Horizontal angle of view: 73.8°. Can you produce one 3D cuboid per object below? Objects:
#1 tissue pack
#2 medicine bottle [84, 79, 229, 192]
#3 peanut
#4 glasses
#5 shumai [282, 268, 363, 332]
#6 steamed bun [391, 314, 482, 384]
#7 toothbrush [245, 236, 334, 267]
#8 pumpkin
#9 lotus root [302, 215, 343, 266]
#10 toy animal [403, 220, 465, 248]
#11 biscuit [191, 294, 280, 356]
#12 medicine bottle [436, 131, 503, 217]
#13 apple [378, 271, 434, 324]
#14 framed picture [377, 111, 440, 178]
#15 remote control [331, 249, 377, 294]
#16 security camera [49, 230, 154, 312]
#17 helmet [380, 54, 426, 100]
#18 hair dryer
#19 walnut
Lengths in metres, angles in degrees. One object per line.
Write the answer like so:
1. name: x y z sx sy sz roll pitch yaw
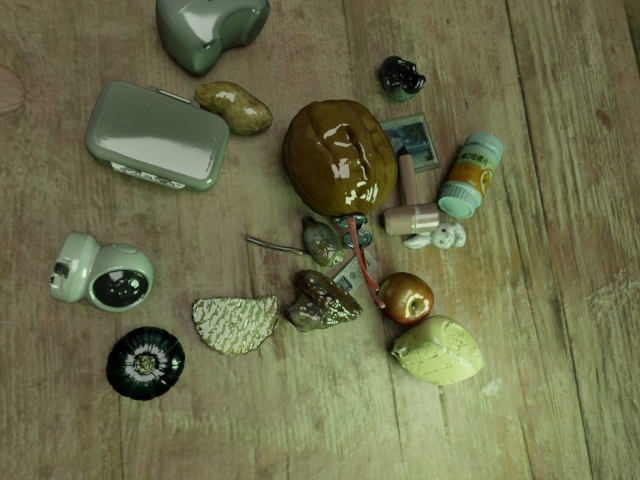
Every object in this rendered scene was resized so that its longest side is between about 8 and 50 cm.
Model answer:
1. tissue pack: -0.346 -0.706 1.325 0.333 0.229 0.236 -45 99 -21
2. medicine bottle: -0.475 -0.304 1.271 0.375 0.123 0.282 17 77 -17
3. peanut: -0.276 -0.427 1.368 0.253 0.122 0.137 32 65 -12
4. glasses: 0.120 0.067 1.348 0.118 0.234 0.268 -10 62 7
5. shumai: -0.013 0.216 1.371 0.218 0.184 0.185 31 107 -26
6. steamed bun: 0.391 0.366 1.456 0.273 0.232 0.166 32 45 -13
7. toothbrush: -0.095 0.035 1.419 0.321 0.023 0.031 18 73 -18
8. pumpkin: -0.474 0.334 1.164 0.202 0.140 0.202 5 78 -23
9. lotus root: 0.000 0.000 1.420 0.113 0.088 0.192 -23 75 -32
10. toy animal: 0.425 -0.020 1.576 0.221 0.131 0.103 -2 97 -19
11. biscuit: -0.257 0.261 1.314 0.274 0.036 0.187 3 81 -21
12. medicine bottle: 0.578 -0.249 1.649 0.158 0.158 0.318 34 72 -13
13. apple: 0.287 0.193 1.464 0.199 0.199 0.199 3 81 -21
14. framed picture: 0.301 -0.357 1.632 0.315 0.024 0.232 -18 90 -22
15. remote control: 0.116 0.117 1.484 0.190 0.029 0.087 -43 98 -21
16. security camera: -0.570 0.091 1.144 0.236 0.194 0.194 18 76 -23
17. helmet: 0.301 -0.604 1.630 0.153 0.107 0.177 -29 74 -19
18. hair dryer: 0.310 -0.188 1.558 0.189 0.107 0.344 -7 72 6
19. walnut: 0.065 -0.257 1.368 0.354 0.308 0.397 -24 83 -19
